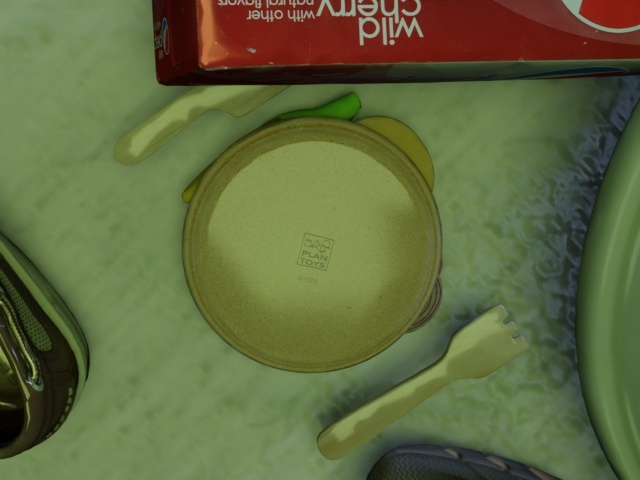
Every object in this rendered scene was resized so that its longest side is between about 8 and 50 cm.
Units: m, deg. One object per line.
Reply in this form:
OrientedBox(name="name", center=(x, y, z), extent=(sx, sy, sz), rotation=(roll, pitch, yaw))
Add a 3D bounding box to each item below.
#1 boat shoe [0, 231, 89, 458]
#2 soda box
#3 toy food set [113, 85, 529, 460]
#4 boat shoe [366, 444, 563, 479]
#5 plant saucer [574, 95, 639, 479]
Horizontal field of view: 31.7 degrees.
OrientedBox(name="boat shoe", center=(-0.199, -0.010, 0.478), extent=(0.095, 0.095, 0.257), rotation=(-43, 101, 8))
OrientedBox(name="soda box", center=(0.064, -0.114, 0.476), extent=(0.263, 0.083, 0.092), rotation=(-4, 95, -18))
OrientedBox(name="toy food set", center=(0.000, 0.000, 0.538), extent=(0.132, 0.038, 0.192), rotation=(-32, 101, 1))
OrientedBox(name="boat shoe", center=(0.153, 0.209, 0.548), extent=(0.324, 0.123, 0.116), rotation=(30, 96, -9))
OrientedBox(name="plant saucer", center=(0.316, 0.019, 0.493), extent=(0.400, 0.100, 0.400), rotation=(-5, 115, -10))
